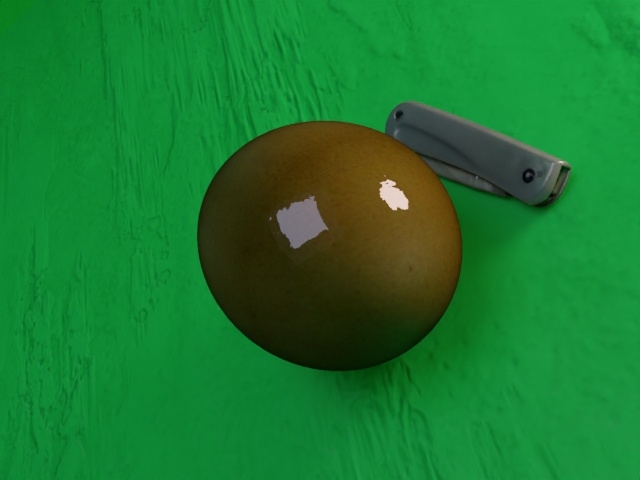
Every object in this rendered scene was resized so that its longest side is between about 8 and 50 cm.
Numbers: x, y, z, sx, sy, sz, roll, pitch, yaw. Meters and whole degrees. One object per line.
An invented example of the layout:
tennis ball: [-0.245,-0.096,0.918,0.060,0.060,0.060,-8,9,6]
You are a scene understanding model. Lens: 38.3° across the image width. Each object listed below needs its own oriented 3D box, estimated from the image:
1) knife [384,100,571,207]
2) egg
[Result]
knife: [0.165,-0.096,1.024,0.265,0.040,0.073,30,97,49]
egg: [0.000,0.000,0.951,0.250,0.250,0.322,-58,36,-4]
